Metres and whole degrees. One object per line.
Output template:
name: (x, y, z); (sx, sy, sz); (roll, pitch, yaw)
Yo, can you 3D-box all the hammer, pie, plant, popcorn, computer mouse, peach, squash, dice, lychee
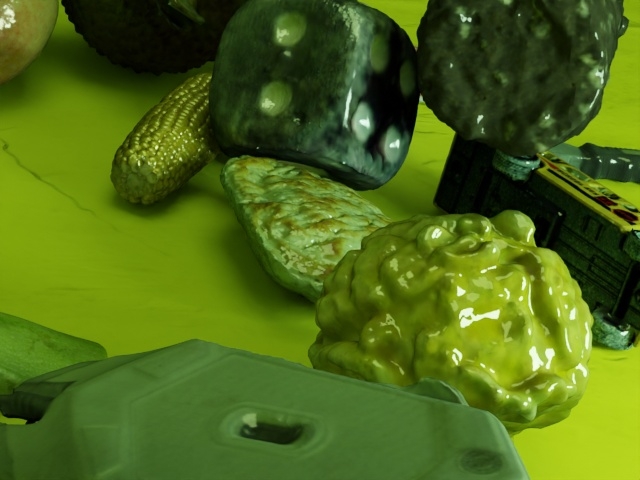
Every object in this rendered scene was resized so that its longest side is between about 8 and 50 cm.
hammer: (0.380, -0.096, 2.037); (0.226, 0.041, 0.159); (6, 29, -13)
pie: (0.000, 0.000, 1.620); (0.201, 0.090, 0.248); (10, 25, -26)
plant: (0.223, -0.219, 1.759); (0.213, 0.215, 0.312); (15, 14, 12)
popcorn: (0.114, 0.093, 1.375); (0.249, 0.249, 0.225); (3, 58, -21)
computer mouse: (-0.047, 0.190, 1.174); (0.429, 0.145, 0.228); (10, 32, 19)
peach: (-0.411, -0.267, 1.823); (0.232, 0.232, 0.232); (11, 27, -5)
squash: (-0.280, 0.091, 1.329); (0.200, 0.075, 0.090); (24, 39, -29)
dice: (-0.004, -0.160, 1.756); (0.181, 0.183, 0.182); (7, -12, 27)
lychee: (-0.194, -0.331, 1.989); (0.270, 0.270, 0.320); (19, -8, 11)

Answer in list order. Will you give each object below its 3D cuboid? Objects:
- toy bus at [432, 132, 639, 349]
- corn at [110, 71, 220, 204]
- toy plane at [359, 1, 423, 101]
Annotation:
toy bus: (0.264, -0.012, 1.736); (0.123, 0.121, 0.335); (-1, 28, -41)
corn: (-0.154, -0.114, 1.769); (0.091, 0.091, 0.260); (-14, 18, 23)
toy plane: (0.057, -0.236, 2.077); (0.252, 0.118, 0.252); (12, 24, -5)
